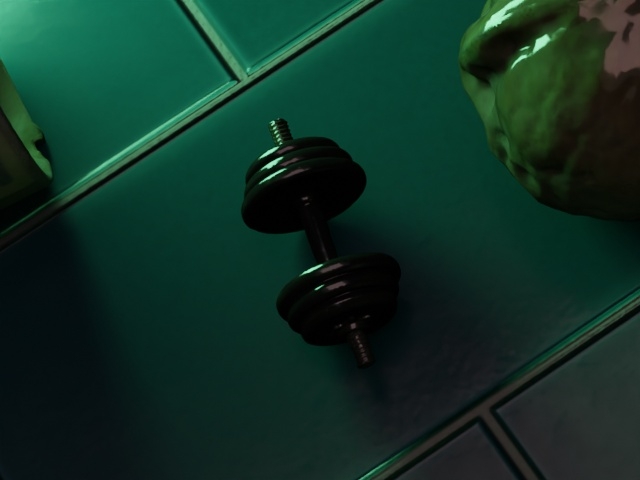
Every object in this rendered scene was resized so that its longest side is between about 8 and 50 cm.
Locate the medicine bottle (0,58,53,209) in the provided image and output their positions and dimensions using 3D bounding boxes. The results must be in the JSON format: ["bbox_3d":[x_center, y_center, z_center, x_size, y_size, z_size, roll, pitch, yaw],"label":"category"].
[{"bbox_3d":[-0.432,-0.055,1.343,0.406,0.236,0.236,-28,67,-2],"label":"medicine bottle"}]

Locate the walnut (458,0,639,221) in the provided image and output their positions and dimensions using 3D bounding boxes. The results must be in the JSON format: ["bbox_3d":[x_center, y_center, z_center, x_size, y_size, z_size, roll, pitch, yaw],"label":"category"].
[{"bbox_3d":[0.219,-0.137,1.271,0.248,0.248,0.248,-3,69,8],"label":"walnut"}]

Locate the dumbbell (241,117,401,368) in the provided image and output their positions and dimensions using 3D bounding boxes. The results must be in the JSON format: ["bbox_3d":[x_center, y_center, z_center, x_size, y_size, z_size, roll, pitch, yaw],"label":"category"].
[{"bbox_3d":[0.000,0.000,1.322,0.099,0.099,0.208,-21,67,1],"label":"dumbbell"}]
